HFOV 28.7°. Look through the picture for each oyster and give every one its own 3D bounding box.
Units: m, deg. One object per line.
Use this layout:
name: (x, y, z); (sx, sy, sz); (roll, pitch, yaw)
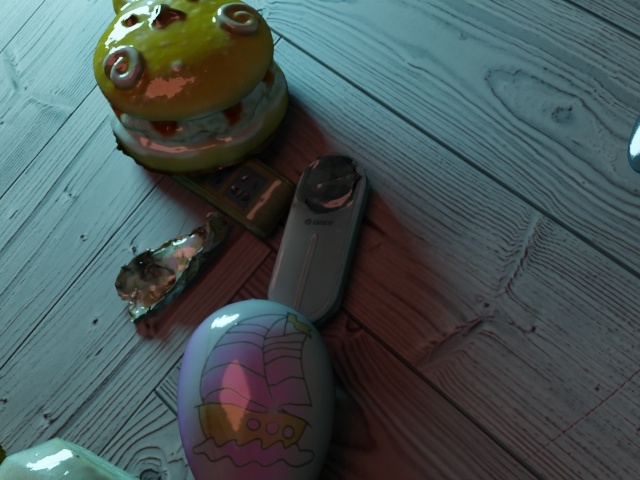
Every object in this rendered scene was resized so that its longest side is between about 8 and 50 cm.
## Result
oyster: (-0.207, 0.042, 1.752); (0.200, 0.061, 0.106); (-22, 74, 23)

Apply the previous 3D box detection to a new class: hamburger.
hamburger: (-0.190, -0.252, 1.754); (0.261, 0.186, 0.303); (-15, 43, -1)

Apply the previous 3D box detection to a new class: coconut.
coconut: (-0.311, 0.384, 1.505); (0.245, 0.245, 0.247); (24, 79, 37)

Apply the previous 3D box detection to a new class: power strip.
power strip: (-0.184, -0.123, 1.806); (0.387, 0.066, 0.092); (32, 82, 38)

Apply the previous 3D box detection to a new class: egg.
egg: (-0.078, 0.202, 1.491); (0.196, 0.196, 0.271); (-13, 51, 25)

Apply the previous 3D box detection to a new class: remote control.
remote control: (0.000, 0.000, 1.641); (0.104, 0.052, 0.247); (4, 68, 30)

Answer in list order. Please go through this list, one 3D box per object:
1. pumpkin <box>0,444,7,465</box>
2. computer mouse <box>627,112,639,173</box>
pumpkin: (-0.486, 0.322, 1.750); (0.083, 0.054, 0.074); (-5, 67, 15)
computer mouse: (0.463, -0.114, 1.426); (0.232, 0.057, 0.120); (13, 73, 35)
